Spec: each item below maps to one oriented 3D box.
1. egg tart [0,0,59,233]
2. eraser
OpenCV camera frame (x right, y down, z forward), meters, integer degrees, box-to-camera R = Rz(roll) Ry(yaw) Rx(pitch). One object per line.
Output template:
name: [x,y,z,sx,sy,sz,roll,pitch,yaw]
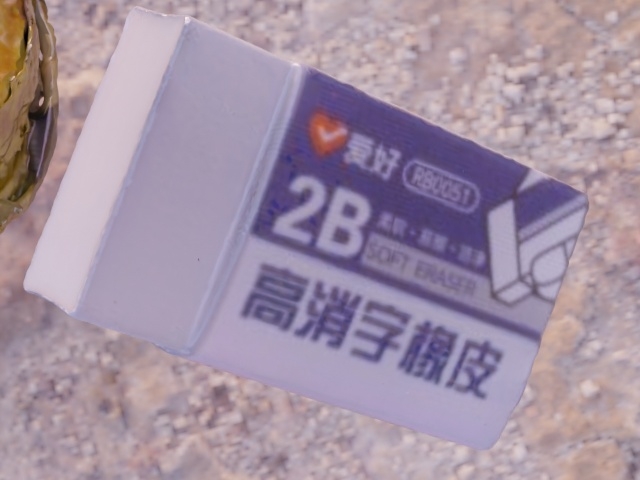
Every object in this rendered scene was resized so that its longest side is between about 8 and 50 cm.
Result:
egg tart: [-0.191,-0.091,0.684,0.090,0.212,0.213,-19,84,45]
eraser: [0.000,0.000,0.655,0.068,0.210,0.124,23,92,57]
